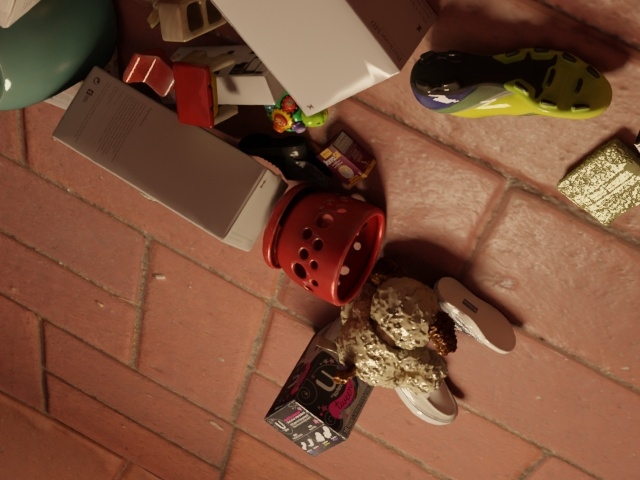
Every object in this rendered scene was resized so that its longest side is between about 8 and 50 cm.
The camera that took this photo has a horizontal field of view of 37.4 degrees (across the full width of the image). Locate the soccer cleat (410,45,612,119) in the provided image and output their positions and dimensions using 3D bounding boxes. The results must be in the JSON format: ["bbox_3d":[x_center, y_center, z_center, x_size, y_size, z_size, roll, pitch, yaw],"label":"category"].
[{"bbox_3d":[0.271,-0.217,1.353,0.289,0.093,0.121,9,169,23],"label":"soccer cleat"}]

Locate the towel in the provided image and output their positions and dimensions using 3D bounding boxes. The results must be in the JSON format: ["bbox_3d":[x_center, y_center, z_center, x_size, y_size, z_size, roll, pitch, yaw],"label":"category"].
[{"bbox_3d":[0.431,-0.086,1.413,0.110,0.027,0.148,36,145,-4],"label":"towel"}]

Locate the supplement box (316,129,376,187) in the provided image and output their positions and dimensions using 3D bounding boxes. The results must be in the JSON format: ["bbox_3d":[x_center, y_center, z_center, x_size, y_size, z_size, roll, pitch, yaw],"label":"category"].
[{"bbox_3d":[0.045,-0.140,1.626,0.083,0.043,0.055,41,145,-11],"label":"supplement box"}]

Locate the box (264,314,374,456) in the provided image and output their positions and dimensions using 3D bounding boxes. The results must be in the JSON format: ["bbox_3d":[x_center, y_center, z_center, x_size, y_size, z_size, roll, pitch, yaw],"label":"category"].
[{"bbox_3d":[0.018,0.299,1.982,0.142,0.247,0.163,37,144,-7],"label":"box"}]

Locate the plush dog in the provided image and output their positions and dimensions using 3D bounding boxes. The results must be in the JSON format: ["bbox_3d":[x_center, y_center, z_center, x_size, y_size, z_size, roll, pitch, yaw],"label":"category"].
[{"bbox_3d":[0.132,0.161,1.761,0.262,0.210,0.225,46,126,19],"label":"plush dog"}]

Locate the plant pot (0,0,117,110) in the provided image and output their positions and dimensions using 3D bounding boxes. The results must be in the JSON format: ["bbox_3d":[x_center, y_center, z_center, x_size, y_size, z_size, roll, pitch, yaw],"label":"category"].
[{"bbox_3d":[-0.535,-0.358,1.613,0.293,0.235,0.293,17,133,20],"label":"plant pot"}]

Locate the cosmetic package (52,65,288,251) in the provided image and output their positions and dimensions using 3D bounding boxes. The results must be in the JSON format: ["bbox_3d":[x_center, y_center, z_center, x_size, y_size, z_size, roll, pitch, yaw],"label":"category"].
[{"bbox_3d":[-0.257,-0.141,1.675,0.365,0.155,0.197,32,180,13],"label":"cosmetic package"}]

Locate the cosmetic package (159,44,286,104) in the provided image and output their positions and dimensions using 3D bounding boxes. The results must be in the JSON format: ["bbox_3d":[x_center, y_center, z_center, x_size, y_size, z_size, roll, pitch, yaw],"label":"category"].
[{"bbox_3d":[-0.159,-0.278,1.574,0.239,0.099,0.060,5,133,32],"label":"cosmetic package"}]

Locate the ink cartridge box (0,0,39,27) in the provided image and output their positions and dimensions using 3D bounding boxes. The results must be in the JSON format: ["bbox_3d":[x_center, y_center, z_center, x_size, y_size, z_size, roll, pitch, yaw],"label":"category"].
[{"bbox_3d":[-0.464,-0.483,1.446,0.171,0.233,0.168,37,144,-6],"label":"ink cartridge box"}]

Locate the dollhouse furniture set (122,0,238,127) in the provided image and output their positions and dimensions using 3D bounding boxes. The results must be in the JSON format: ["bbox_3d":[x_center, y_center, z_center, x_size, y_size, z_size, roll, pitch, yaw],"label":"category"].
[{"bbox_3d":[-0.259,-0.355,1.422,0.201,0.152,0.374,12,120,25],"label":"dollhouse furniture set"}]

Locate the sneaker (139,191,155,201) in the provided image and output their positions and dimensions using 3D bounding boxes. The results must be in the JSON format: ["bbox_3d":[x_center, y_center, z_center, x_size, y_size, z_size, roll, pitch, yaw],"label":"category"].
[{"bbox_3d":[-0.257,-0.130,1.820,0.279,0.107,0.118,6,127,28],"label":"sneaker"}]

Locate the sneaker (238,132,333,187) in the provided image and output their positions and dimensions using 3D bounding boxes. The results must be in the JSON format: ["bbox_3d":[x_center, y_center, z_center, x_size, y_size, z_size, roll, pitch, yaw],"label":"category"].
[{"bbox_3d":[-0.064,-0.142,1.699,0.170,0.051,0.089,5,133,29],"label":"sneaker"}]

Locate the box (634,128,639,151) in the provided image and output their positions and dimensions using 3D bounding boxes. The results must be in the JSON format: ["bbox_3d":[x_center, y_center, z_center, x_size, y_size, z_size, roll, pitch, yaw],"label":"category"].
[{"bbox_3d":[0.484,-0.128,1.302,0.083,0.052,0.062,48,140,-18],"label":"box"}]

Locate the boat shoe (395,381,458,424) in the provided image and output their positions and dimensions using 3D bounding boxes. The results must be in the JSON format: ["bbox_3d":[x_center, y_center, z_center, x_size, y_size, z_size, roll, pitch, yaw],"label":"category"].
[{"bbox_3d":[0.206,0.278,1.957,0.267,0.096,0.088,52,146,-11],"label":"boat shoe"}]

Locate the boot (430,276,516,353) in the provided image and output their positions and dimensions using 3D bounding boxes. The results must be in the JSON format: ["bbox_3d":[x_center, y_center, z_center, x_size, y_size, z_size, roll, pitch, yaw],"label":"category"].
[{"bbox_3d":[0.276,0.147,1.777,0.190,0.069,0.086,43,151,-1],"label":"boot"}]

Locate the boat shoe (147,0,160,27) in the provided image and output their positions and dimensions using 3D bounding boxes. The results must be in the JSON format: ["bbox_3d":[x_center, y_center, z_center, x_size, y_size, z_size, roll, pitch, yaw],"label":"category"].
[{"bbox_3d":[-0.250,-0.400,1.545,0.045,0.050,0.135,44,133,-9],"label":"boat shoe"}]

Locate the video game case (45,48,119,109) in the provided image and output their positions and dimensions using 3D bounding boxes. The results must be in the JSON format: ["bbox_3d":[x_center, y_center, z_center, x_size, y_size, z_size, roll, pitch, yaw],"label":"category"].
[{"bbox_3d":[-0.479,-0.334,1.790,0.227,0.026,0.206,21,136,16],"label":"video game case"}]

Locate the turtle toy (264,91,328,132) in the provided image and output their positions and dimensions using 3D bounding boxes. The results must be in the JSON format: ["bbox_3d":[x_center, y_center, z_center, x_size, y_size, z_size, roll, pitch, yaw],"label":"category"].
[{"bbox_3d":[-0.041,-0.218,1.580,0.130,0.066,0.095,4,136,33],"label":"turtle toy"}]

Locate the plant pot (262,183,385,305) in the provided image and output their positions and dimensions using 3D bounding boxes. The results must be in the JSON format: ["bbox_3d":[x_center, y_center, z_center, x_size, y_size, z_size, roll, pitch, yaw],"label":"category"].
[{"bbox_3d":[0.000,0.000,1.701,0.174,0.191,0.191,23,143,18],"label":"plant pot"}]

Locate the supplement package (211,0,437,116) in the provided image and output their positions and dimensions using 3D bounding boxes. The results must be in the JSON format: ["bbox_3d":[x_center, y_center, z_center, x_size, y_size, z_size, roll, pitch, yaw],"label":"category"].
[{"bbox_3d":[-0.005,-0.343,1.342,0.204,0.145,0.262,-18,122,47],"label":"supplement package"}]
